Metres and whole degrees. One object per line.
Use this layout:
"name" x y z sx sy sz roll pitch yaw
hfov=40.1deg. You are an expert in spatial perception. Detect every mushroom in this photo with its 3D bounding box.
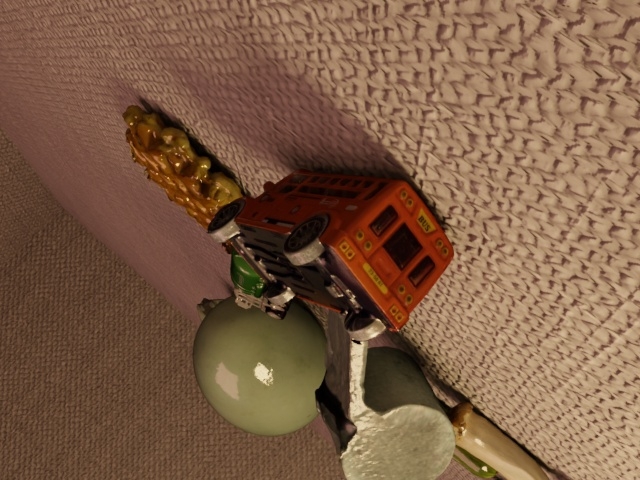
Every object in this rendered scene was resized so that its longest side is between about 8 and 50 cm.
"mushroom" 0.288 0.343 1.418 0.209 0.071 0.084 36 135 16

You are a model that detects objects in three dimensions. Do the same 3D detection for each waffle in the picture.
"waffle" -0.220 -0.094 1.509 0.302 0.068 0.325 40 166 13

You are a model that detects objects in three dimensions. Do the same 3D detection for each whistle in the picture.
"whistle" 0.068 0.240 1.386 0.404 0.188 0.168 56 -176 -30

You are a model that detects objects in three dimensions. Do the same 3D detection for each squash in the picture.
"squash" 0.216 0.332 1.568 0.252 0.066 0.066 36 164 25

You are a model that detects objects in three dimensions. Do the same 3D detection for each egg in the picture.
"egg" -0.115 0.253 1.798 0.276 0.276 0.389 34 164 30

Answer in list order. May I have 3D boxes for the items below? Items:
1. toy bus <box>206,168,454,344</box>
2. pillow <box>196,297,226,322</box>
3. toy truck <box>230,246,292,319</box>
"toy bus" 0.000 0.000 1.032 0.143 0.153 0.329 51 162 -23
"pillow" -0.182 0.285 2.355 0.310 0.138 0.283 41 174 14
"toy truck" -0.093 0.057 1.480 0.125 0.101 0.242 23 163 1
